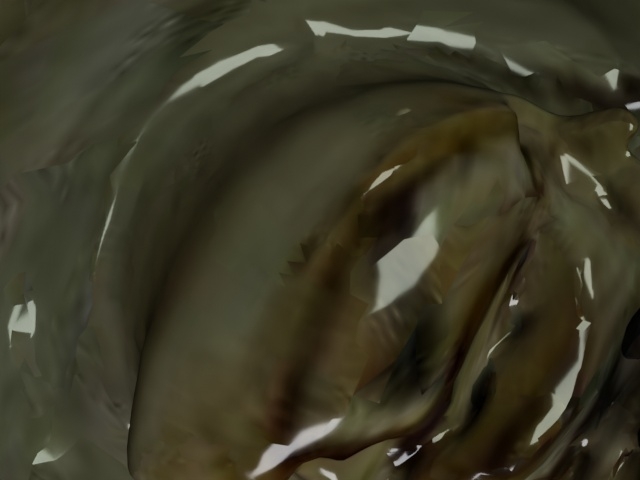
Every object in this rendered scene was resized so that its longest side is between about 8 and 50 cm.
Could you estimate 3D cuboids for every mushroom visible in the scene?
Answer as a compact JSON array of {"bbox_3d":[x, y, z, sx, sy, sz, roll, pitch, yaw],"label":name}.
[{"bbox_3d":[0.000,0.000,0.535,0.362,0.294,0.362,-8,115,-17],"label":"mushroom"}]
